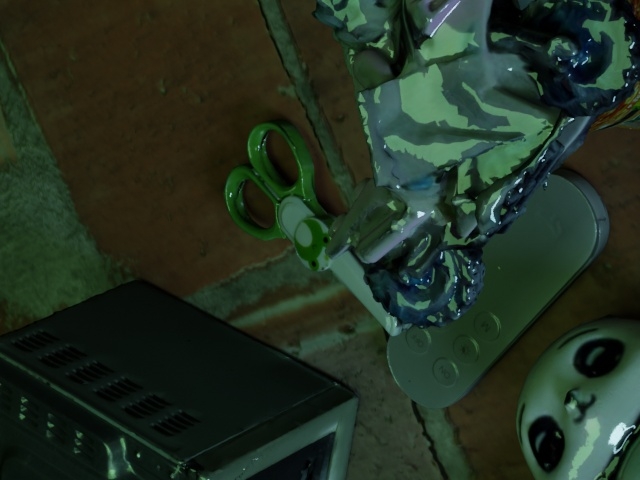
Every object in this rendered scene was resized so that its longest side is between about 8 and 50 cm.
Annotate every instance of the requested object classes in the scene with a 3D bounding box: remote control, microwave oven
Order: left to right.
[{"bbox_3d":[-0.154,0.259,1.557,0.286,0.218,0.355,26,121,29],"label":"microwave oven"},{"bbox_3d":[0.127,0.038,1.374,0.077,0.022,0.245,49,130,13],"label":"remote control"}]

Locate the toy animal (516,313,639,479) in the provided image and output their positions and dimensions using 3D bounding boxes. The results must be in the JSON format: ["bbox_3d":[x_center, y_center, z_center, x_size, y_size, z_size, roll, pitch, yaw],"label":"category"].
[{"bbox_3d":[0.211,0.141,1.258,0.179,0.138,0.166,39,97,20],"label":"toy animal"}]

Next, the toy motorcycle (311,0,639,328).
[{"bbox_3d":[0.057,-0.085,1.089,0.204,0.108,0.239,41,106,12],"label":"toy motorcycle"}]

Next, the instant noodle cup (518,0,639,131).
[{"bbox_3d":[0.149,-0.163,1.175,0.230,0.182,0.230,15,114,36],"label":"instant noodle cup"}]

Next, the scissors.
[{"bbox_3d":[0.000,0.000,1.449,0.204,0.027,0.101,49,132,25],"label":"scissors"}]
